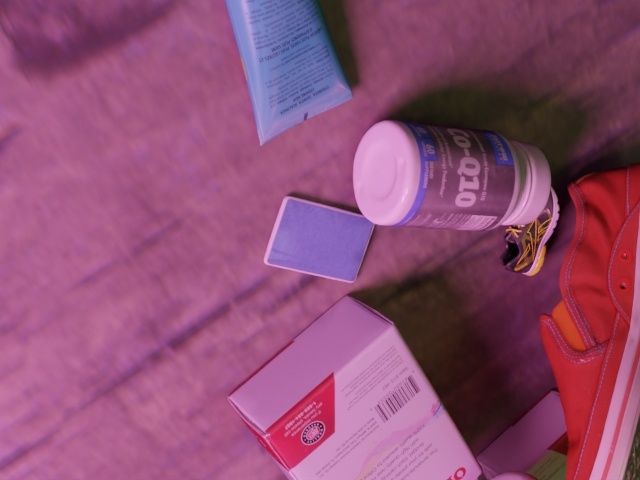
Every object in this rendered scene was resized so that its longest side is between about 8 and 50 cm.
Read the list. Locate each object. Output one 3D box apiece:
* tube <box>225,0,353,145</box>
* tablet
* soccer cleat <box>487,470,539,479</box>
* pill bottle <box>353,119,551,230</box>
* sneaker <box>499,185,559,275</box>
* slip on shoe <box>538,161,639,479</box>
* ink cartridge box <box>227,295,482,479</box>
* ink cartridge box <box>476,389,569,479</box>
[{"bbox_3d":[-0.035,-0.167,0.743,0.080,0.052,0.207,-27,123,-15],"label":"tube"},{"bbox_3d":[0.000,0.000,0.841,0.083,0.006,0.054,13,99,-32],"label":"tablet"},{"bbox_3d":[0.076,0.320,0.892,0.143,0.116,0.331,8,120,-25],"label":"soccer cleat"},{"bbox_3d":[0.100,-0.047,0.841,0.137,0.078,0.078,2,105,-31],"label":"pill bottle"},{"bbox_3d":[0.171,-0.010,0.922,0.035,0.031,0.083,0,106,-30],"label":"sneaker"},{"bbox_3d":[0.223,0.090,0.882,0.123,0.101,0.331,44,52,-55],"label":"slip on shoe"},{"bbox_3d":[0.030,0.153,0.870,0.127,0.072,0.175,-40,122,-14],"label":"ink cartridge box"},{"bbox_3d":[0.214,0.220,1.010,0.099,0.056,0.135,-39,121,-15],"label":"ink cartridge box"}]
